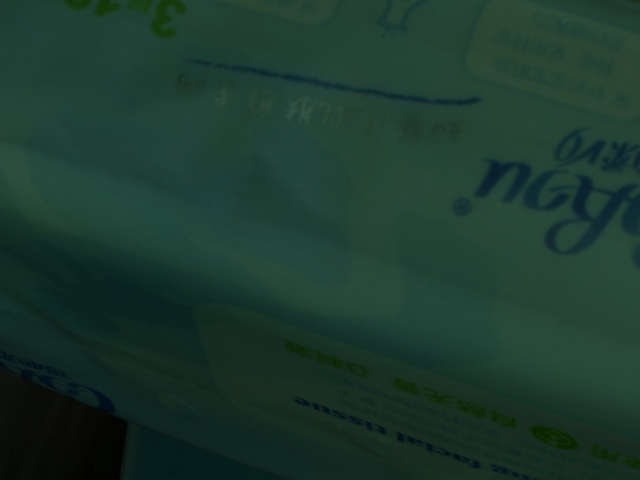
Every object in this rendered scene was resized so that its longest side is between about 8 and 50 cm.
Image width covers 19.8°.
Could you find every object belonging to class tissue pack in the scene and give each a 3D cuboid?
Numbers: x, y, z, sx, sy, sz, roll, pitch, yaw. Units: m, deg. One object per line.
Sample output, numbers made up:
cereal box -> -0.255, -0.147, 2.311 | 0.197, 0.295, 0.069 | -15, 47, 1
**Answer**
tissue pack -> 0.000, 0.000, 0.427 | 0.177, 0.263, 0.089 | 79, 33, -67

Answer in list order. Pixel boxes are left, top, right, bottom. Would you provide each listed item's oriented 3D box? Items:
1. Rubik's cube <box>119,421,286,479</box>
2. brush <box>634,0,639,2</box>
Rubik's cube -> 0.125, 0.197, 0.703 | 0.347, 0.352, 0.351 | 37, 52, -73
brush -> 0.098, -0.103, 0.623 | 0.020, 0.336, 0.085 | -44, 162, -13
